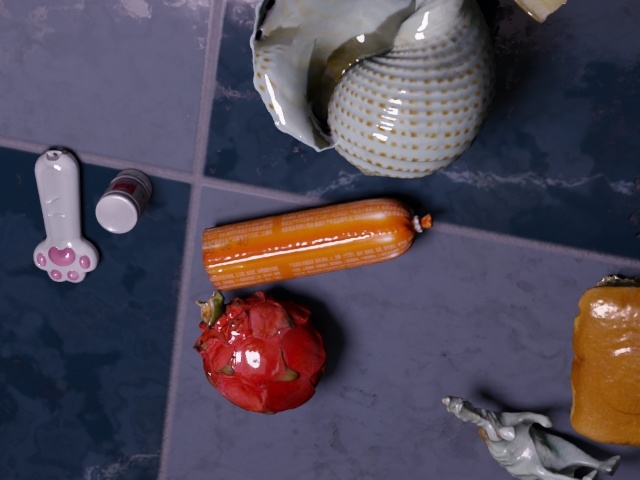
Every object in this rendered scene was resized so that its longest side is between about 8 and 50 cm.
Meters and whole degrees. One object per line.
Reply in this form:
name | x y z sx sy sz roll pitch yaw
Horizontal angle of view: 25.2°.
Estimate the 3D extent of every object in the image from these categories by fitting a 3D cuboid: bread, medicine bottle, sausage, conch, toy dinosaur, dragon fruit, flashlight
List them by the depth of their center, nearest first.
conch | 0.072 -0.241 1.737 0.302 0.215 0.319 16 93 -1
bread | 0.424 0.161 1.929 0.174 0.121 0.246 3 119 6
sausage | 0.000 0.000 1.929 0.312 0.093 0.093 -10 114 12
medicine bottle | -0.266 -0.054 1.941 0.058 0.091 0.058 3 117 7
dragon fruit | -0.076 0.154 1.969 0.172 0.172 0.209 -41 130 24
flashlight | -0.360 -0.032 1.991 0.093 0.047 0.200 3 117 7
toy dinosaur | 0.335 0.322 2.020 0.205 0.092 0.393 6 154 43

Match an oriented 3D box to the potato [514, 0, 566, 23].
potato | 0.269 -0.438 1.663 0.255 0.112 0.269 44 111 -9
